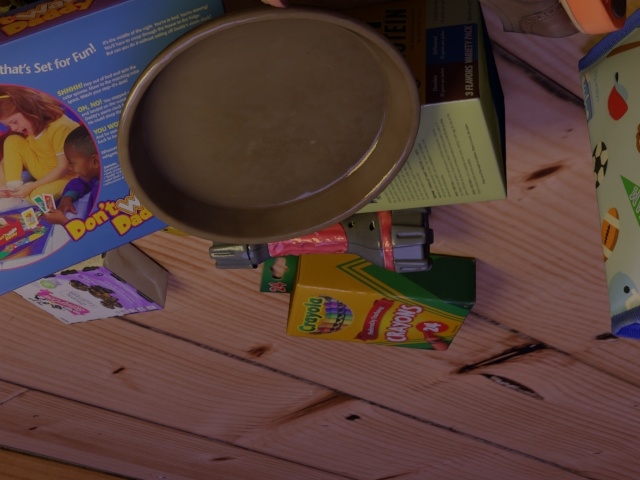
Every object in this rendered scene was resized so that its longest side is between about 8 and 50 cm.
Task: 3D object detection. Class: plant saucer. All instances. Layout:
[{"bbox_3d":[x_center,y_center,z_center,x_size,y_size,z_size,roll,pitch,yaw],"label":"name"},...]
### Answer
[{"bbox_3d":[-0.047,-0.103,0.932,0.278,0.041,0.277,-9,137,-8],"label":"plant saucer"}]

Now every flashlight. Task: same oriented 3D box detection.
[{"bbox_3d":[0.000,0.000,1.402,0.304,0.103,0.103,-3,153,11],"label":"flashlight"}]

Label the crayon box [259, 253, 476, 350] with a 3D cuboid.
[{"bbox_3d":[0.064,0.088,1.587,0.319,0.081,0.202,6,153,-3],"label":"crayon box"}]

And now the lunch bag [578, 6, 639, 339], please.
[{"bbox_3d":[0.438,-0.106,0.895,0.239,0.327,0.385,8,152,-21],"label":"lunch bag"}]

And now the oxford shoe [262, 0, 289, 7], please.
[{"bbox_3d":[-0.080,-0.246,0.749,0.147,0.140,0.397,9,-175,3],"label":"oxford shoe"}]

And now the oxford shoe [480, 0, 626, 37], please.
[{"bbox_3d":[0.136,-0.273,0.841,0.133,0.130,0.364,-7,151,33],"label":"oxford shoe"}]

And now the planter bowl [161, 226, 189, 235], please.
[{"bbox_3d":[-0.177,-0.066,1.314,0.217,0.090,0.217,3,152,2],"label":"planter bowl"}]

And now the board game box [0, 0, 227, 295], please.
[{"bbox_3d":[-0.239,-0.101,0.958,0.347,0.078,0.233,-23,125,-14],"label":"board game box"}]

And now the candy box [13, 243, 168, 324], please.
[{"bbox_3d":[-0.367,0.060,1.603,0.196,0.070,0.165,-10,149,25],"label":"candy box"}]

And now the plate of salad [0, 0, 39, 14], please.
[{"bbox_3d":[-0.318,-0.263,1.001,0.200,0.048,0.200,3,153,1],"label":"plate of salad"}]

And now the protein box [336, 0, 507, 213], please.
[{"bbox_3d":[0.084,-0.139,1.088,0.201,0.136,0.200,-5,152,17],"label":"protein box"}]
